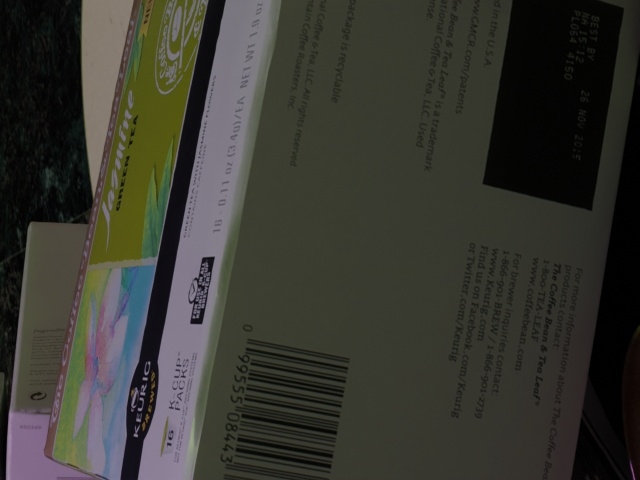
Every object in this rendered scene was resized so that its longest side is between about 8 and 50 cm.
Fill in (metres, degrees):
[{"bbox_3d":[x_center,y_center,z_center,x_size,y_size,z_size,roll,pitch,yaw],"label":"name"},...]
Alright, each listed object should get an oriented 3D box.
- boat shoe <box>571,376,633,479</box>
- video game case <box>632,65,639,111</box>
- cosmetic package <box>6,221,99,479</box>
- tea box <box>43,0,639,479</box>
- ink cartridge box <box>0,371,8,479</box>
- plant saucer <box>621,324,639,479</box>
[{"bbox_3d":[0.144,0.142,1.025,0.080,0.076,0.228,116,140,-49],"label":"boat shoe"},{"bbox_3d":[0.258,-0.064,0.781,0.248,0.035,0.275,68,151,29],"label":"video game case"},{"bbox_3d":[-0.203,0.143,1.553,0.365,0.155,0.197,-102,15,-63],"label":"cosmetic package"},{"bbox_3d":[0.000,0.000,1.016,0.323,0.220,0.329,171,111,-69],"label":"tea box"},{"bbox_3d":[-0.339,0.223,1.509,0.127,0.128,0.176,-105,14,-68],"label":"ink cartridge box"},{"bbox_3d":[0.215,0.130,0.882,0.198,0.036,0.198,166,90,-76],"label":"plant saucer"}]
